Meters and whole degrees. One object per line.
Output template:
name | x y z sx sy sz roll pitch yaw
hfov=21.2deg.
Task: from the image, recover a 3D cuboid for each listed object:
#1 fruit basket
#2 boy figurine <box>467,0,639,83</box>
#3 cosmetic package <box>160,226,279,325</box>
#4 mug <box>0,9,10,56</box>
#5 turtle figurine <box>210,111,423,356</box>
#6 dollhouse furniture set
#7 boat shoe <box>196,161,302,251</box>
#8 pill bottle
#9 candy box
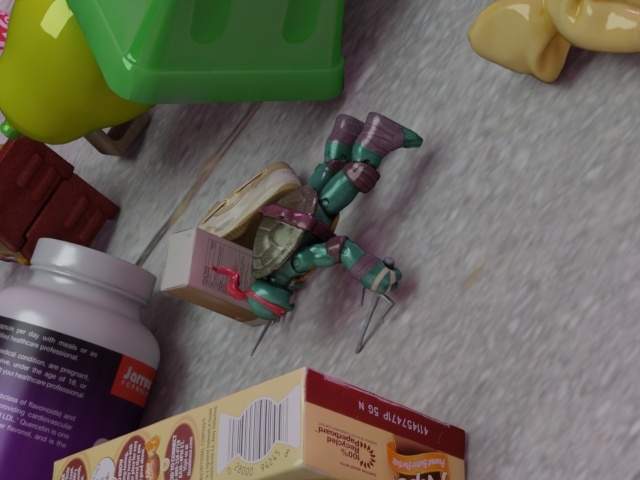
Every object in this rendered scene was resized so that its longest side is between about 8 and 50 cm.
fruit basket | -0.167 -0.240 1.699 0.392 0.283 0.392 12 104 60
boy figurine | 0.242 -0.213 1.366 0.285 0.092 0.177 -38 46 31
cosmetic package | -0.089 0.035 1.592 0.041 0.115 0.060 -14 60 45
mug | -0.468 -0.246 2.140 0.150 0.169 0.113 -39 45 28
turtle figurine | 0.000 0.000 1.517 0.175 0.118 0.234 19 79 52
dollhouse furniture set | -0.288 -0.137 1.926 0.201 0.152 0.374 6 58 51
boat shoe | -0.083 -0.013 1.660 0.170 0.063 0.059 -36 43 19
pill bottle | -0.268 0.169 1.672 0.181 0.181 0.323 6 75 50
candy box | -0.057 0.206 1.407 0.316 0.183 0.087 -23 53 40
